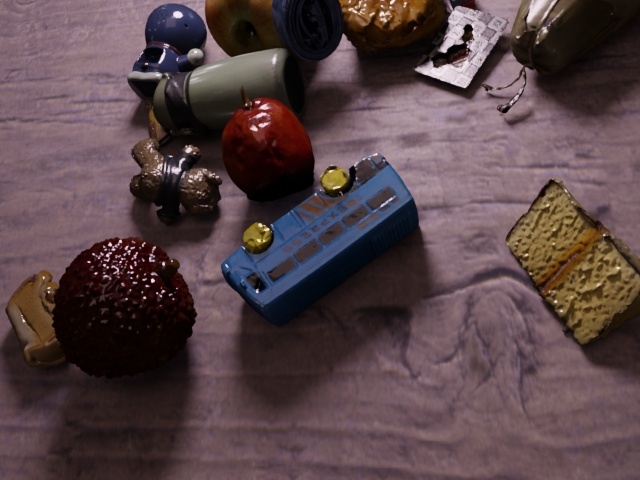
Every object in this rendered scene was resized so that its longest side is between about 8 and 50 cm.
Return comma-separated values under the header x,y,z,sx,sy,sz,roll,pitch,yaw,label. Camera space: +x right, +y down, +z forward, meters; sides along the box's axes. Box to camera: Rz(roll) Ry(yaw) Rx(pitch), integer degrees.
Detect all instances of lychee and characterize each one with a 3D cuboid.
x,y,z,sx,sy,sz,roll,pitch,yaw,label
-0.375,0.129,1.448,0.304,0.276,0.275,-37,54,19,lychee

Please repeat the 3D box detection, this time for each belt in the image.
x,y,z,sx,sy,sz,roll,pitch,yaw,label
-0.027,-0.484,1.631,0.142,0.190,0.082,-29,43,-14,belt

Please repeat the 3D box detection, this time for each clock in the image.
x,y,z,sx,sy,sz,roll,pitch,yaw,label
-0.372,-0.470,1.871,0.200,0.146,0.243,7,71,28,clock

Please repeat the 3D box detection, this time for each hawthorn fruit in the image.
x,y,z,sx,sy,sz,roll,pitch,yaw,label
-0.120,-0.198,1.567,0.190,0.251,0.189,-29,12,7,hawthorn fruit

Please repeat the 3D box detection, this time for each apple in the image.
x,y,z,sx,sy,sz,roll,pitch,yaw,label
-0.131,-0.550,1.766,0.265,0.264,0.264,-9,58,15,apple

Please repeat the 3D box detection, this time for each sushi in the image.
x,y,z,sx,sy,sz,roll,pitch,yaw,label
0.314,-0.423,1.662,0.139,0.031,0.201,28,76,30,sushi

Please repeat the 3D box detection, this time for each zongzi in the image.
x,y,z,sx,sy,sz,roll,pitch,yaw,label
0.568,-0.440,1.501,0.419,0.181,0.446,16,70,26,zongzi

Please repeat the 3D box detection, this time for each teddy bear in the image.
x,y,z,sx,sy,sz,roll,pitch,yaw,label
-0.338,-0.126,1.660,0.252,0.129,0.181,18,104,23,teddy bear

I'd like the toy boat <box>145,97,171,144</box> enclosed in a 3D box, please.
x,y,z,sx,sy,sz,roll,pitch,yaw,label
-0.397,-0.291,1.826,0.049,0.047,0.149,-23,57,6,toy boat

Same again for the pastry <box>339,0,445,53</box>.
x,y,z,sx,sy,sz,roll,pitch,yaw,label
0.150,-0.563,1.724,0.255,0.162,0.310,-2,71,2,pastry

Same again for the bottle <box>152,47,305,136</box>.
x,y,z,sx,sy,sz,roll,pitch,yaw,label
-0.217,-0.329,1.719,0.347,0.168,0.168,-5,59,20,bottle

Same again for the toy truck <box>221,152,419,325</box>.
x,y,z,sx,sy,sz,roll,pitch,yaw,label
0.000,0.000,1.451,0.385,0.161,0.162,-35,65,-4,toy truck

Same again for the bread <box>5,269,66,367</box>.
x,y,z,sx,sy,sz,roll,pitch,yaw,label
-0.584,0.171,1.602,0.134,0.081,0.225,-39,58,1,bread

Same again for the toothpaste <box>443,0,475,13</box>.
x,y,z,sx,sy,sz,roll,pitch,yaw,label
0.300,-0.613,1.770,0.070,0.044,0.193,-18,56,8,toothpaste

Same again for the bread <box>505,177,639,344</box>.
x,y,z,sx,sy,sz,roll,pitch,yaw,label
0.456,0.025,1.308,0.142,0.178,0.266,-14,54,-27,bread
